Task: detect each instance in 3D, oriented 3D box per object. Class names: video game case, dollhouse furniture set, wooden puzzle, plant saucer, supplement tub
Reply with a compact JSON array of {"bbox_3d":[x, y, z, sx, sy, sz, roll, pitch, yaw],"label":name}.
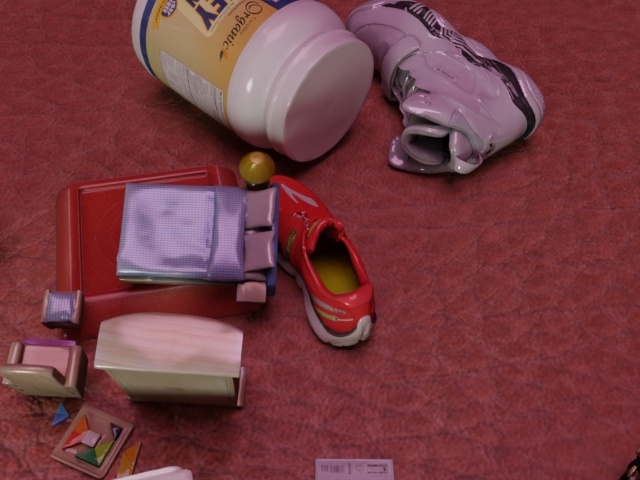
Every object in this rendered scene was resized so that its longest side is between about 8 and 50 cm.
[{"bbox_3d":[0.038,0.293,0.809,0.087,0.011,0.122,1,51,-3],"label":"video game case"},{"bbox_3d":[-0.190,0.014,0.846,0.286,0.198,0.303,4,68,-3],"label":"dollhouse furniture set"},{"bbox_3d":[-0.254,0.223,0.849,0.116,0.014,0.078,14,51,9],"label":"wooden puzzle"},{"bbox_3d":[-0.225,-0.003,1.015,0.259,0.048,0.258,-8,52,-10],"label":"plant saucer"},{"bbox_3d":[-0.100,-0.278,1.130,0.316,0.228,0.228,36,58,24],"label":"supplement tub"}]

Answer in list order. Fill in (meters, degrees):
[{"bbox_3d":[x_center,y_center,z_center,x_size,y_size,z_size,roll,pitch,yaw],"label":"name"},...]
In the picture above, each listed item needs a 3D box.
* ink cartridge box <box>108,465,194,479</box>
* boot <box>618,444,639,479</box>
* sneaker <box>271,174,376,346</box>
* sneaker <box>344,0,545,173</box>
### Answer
[{"bbox_3d":[-0.187,0.371,0.665,0.207,0.117,0.283,-10,52,-11],"label":"ink cartridge box"},{"bbox_3d":[0.272,0.296,0.718,0.284,0.377,0.138,-17,92,-51],"label":"boot"},{"bbox_3d":[0.000,0.000,0.977,0.107,0.118,0.279,-20,55,-19],"label":"sneaker"},{"bbox_3d":[0.144,-0.237,1.165,0.366,0.137,0.210,37,55,20],"label":"sneaker"}]
